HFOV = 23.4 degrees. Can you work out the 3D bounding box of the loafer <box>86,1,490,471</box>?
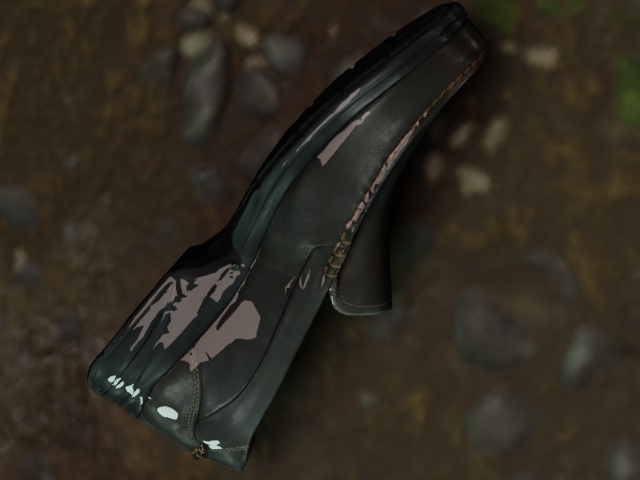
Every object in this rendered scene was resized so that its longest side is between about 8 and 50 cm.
[{"bbox_3d":[0.000,0.000,0.490,0.061,0.062,0.170,40,108,-4],"label":"loafer"}]
